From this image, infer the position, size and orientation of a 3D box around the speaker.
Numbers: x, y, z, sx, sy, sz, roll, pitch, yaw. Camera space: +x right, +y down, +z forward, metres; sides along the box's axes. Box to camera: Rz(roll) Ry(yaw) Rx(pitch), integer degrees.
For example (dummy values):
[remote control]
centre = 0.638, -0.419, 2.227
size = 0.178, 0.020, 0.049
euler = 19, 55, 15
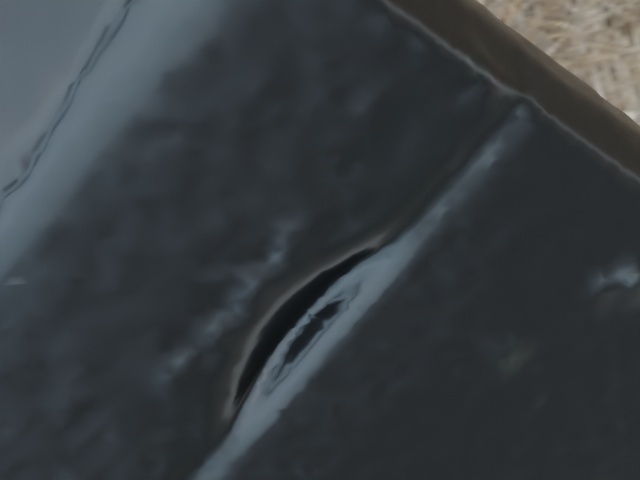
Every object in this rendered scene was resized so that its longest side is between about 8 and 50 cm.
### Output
[speaker]
centre = 0.000, 0.000, 0.563
size = 0.180, 0.388, 0.184
euler = -49, 36, 11
